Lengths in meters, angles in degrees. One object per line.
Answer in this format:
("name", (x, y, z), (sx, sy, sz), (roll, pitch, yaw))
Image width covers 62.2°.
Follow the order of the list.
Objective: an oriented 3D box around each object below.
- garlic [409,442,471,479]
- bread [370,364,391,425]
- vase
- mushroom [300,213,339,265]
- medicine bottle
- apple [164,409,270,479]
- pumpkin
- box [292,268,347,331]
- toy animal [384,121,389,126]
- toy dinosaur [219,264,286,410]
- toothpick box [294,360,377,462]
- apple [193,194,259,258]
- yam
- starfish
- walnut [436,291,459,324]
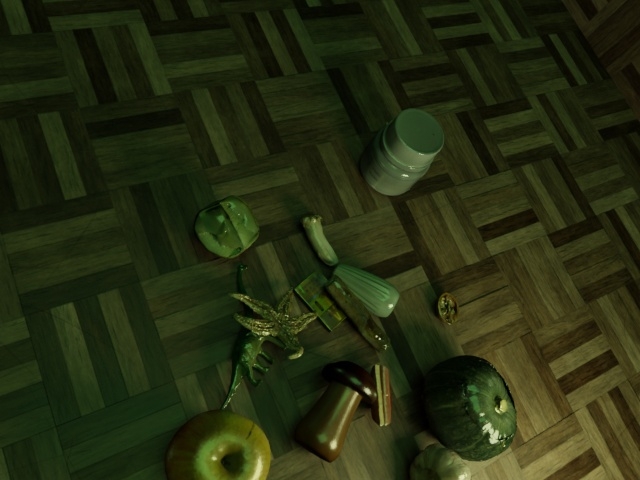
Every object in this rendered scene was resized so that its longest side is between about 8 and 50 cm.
("garlic", (0.402, 0.763, 1.692), (0.212, 0.218, 0.218), (23, 58, -43))
("bread", (0.199, 0.517, 1.753), (0.067, 0.119, 0.192), (-4, 65, 11))
("vase", (0.153, 0.167, 1.874), (0.248, 0.128, 0.128), (32, 61, 5))
("mushroom", (0.000, 0.000, 1.919), (0.084, 0.071, 0.209), (-12, 73, -54))
("medicine bottle", (0.310, -0.336, 2.035), (0.245, 0.306, 0.245), (7, 67, -17))
("apple", (-0.282, 0.606, 1.465), (0.286, 0.233, 0.286), (9, 65, -21))
("pumpkin", (0.497, 0.553, 1.759), (0.291, 0.257, 0.328), (-29, 89, -44))
("box", (0.010, 0.209, 1.854), (0.121, 0.030, 0.193), (-40, 85, -28))
("toy animal", (0.284, -0.451, 2.218), (0.083, 0.060, 0.081), (-46, 113, -32))
("toy dinosaur", (-0.266, 0.303, 1.683), (0.301, 0.087, 0.447), (41, 54, -1))
("toothpick box", (0.048, 0.520, 1.653), (0.192, 0.192, 0.294), (36, 67, -3))
("apple", (-0.313, -0.041, 1.765), (0.207, 0.174, 0.188), (-36, 103, -30))
("yam", (0.128, 0.255, 1.827), (0.317, 0.071, 0.067), (51, 27, -8))
("starfish", (-0.136, 0.247, 1.704), (0.299, 0.060, 0.302), (40, 31, 17))
("walnut", (0.468, 0.258, 1.985), (0.091, 0.052, 0.121), (6, 68, -19))
